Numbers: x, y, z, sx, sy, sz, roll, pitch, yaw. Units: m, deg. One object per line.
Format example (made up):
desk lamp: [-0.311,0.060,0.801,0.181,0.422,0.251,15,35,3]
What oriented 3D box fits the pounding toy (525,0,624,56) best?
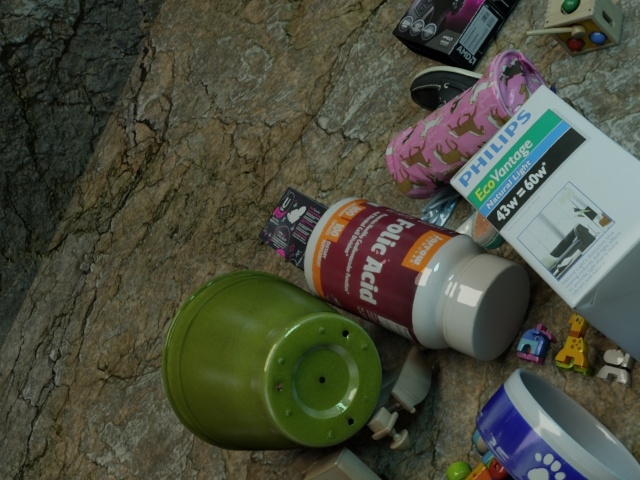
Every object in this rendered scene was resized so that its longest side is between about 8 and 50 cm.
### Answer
pounding toy: [0.503,-0.427,2.052,0.130,0.141,0.100,-8,60,44]

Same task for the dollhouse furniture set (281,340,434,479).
dollhouse furniture set: [0.116,0.382,2.014,0.303,0.174,0.355,-38,12,41]

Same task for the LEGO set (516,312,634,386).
LEGO set: [0.430,0.171,1.780,0.227,0.087,0.093,11,74,48]

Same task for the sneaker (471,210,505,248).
sneaker: [0.381,-0.082,1.911,0.108,0.121,0.302,-36,18,55]

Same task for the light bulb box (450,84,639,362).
light bulb box: [0.457,-0.005,1.651,0.225,0.358,0.361,-47,41,10]

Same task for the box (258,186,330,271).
box: [0.000,0.000,2.258,0.142,0.163,0.247,-57,27,2]

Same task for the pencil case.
pencil case: [0.281,-0.217,2.025,0.386,0.167,0.160,-36,74,52]

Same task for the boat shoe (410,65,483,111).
boat shoe: [0.304,-0.280,2.180,0.340,0.127,0.113,17,66,41]

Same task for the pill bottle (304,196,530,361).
pill bottle: [0.180,0.073,1.962,0.392,0.224,0.224,21,82,37]

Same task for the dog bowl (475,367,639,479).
dog bowl: [0.371,0.323,1.599,0.104,0.265,0.265,-51,39,12]

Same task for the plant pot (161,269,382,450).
plant pot: [-0.067,0.243,1.953,0.353,0.366,0.366,0,65,62]

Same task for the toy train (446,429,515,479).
toy train: [0.255,0.441,1.784,0.248,0.105,0.143,-50,29,10]

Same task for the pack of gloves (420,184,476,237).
pack of gloves: [0.300,-0.083,2.118,0.232,0.046,0.195,-49,39,12]

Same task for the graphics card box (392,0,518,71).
graphics card box: [0.349,-0.577,2.355,0.371,0.094,0.233,-57,39,3]
